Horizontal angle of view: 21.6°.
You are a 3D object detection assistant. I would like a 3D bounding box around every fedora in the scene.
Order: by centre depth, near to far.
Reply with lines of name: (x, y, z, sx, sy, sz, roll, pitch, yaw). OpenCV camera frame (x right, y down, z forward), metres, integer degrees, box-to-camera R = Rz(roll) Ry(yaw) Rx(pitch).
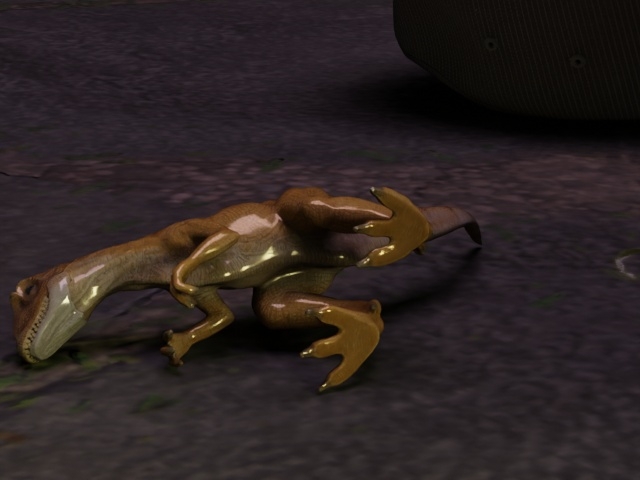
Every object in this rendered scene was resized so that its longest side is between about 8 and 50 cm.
fedora: (0.134, -0.142, 0.949, 0.275, 0.124, 0.244, 14, 22, 15)

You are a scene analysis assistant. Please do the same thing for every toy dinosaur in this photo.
toy dinosaur: (0.000, 0.000, 0.577, 0.211, 0.064, 0.112, -8, 17, -28)
